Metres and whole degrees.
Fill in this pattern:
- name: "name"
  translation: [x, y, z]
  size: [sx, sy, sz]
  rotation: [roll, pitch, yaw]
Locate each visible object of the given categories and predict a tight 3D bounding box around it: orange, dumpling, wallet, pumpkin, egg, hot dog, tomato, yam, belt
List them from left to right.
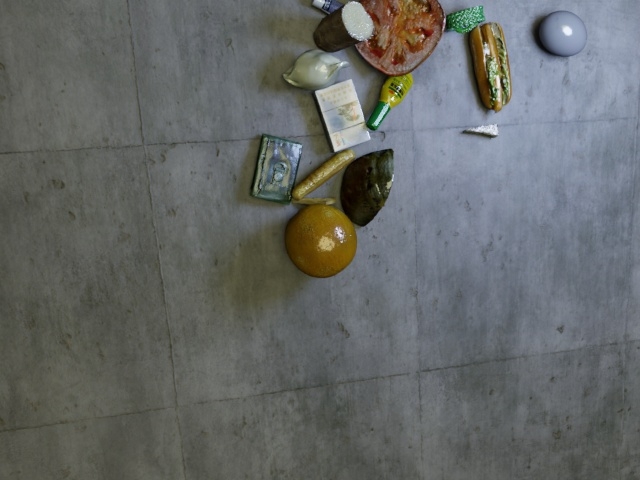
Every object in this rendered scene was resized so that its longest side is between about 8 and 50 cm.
- name: "wallet"
  translation: [-0.162, -0.261, 1.789]
  size: [0.160, 0.055, 0.236]
  rotation: [11, 96, -19]
- name: "dumpling"
  translation: [-0.015, -0.602, 1.705]
  size: [0.250, 0.162, 0.132]
  rotation: [-1, 122, 23]
- name: "orange"
  translation: [0.000, 0.000, 1.753]
  size: [0.274, 0.274, 0.275]
  rotation: [-2, 99, -10]
- name: "hot dog"
  translation: [0.010, -0.248, 1.803]
  size: [0.285, 0.088, 0.061]
  rotation: [-39, 95, -10]
- name: "yam"
  translation: [0.076, -0.727, 1.670]
  size: [0.128, 0.238, 0.130]
  rotation: [-12, 102, -22]
- name: "pumpkin"
  translation: [0.169, -0.201, 1.797]
  size: [0.148, 0.169, 0.313]
  rotation: [10, 97, -14]
- name: "tomato"
  translation: [0.283, -0.756, 1.712]
  size: [0.338, 0.143, 0.339]
  rotation: [12, 116, 27]
- name: "belt"
  translation: [0.532, -0.810, 1.793]
  size: [0.151, 0.121, 0.079]
  rotation: [-13, 106, 4]
- name: "hot dog"
  translation: [0.661, -0.658, 1.850]
  size: [0.135, 0.100, 0.338]
  rotation: [-15, 101, -8]
- name: "egg"
  translation: [0.930, -0.789, 1.855]
  size: [0.198, 0.146, 0.146]
  rotation: [34, 92, -20]

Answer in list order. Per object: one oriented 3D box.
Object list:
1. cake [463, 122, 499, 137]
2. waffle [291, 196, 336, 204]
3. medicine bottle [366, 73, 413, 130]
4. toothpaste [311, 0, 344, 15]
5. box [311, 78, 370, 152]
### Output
- name: "cake"
  translation: [0.633, -0.440, 1.906]
  size: [0.139, 0.051, 0.055]
  rotation: [6, 92, -11]
- name: "waffle"
  translation: [-0.024, -0.153, 1.849]
  size: [0.152, 0.097, 0.024]
  rotation: [5, 102, 21]
- name: "medicine bottle"
  translation: [0.251, -0.520, 1.792]
  size: [0.095, 0.064, 0.261]
  rotation: [36, 80, -21]
- name: "toothpaste"
  translation: [0.061, -0.827, 1.745]
  size: [0.193, 0.045, 0.071]
  rotation: [16, 104, -19]
- name: "box"
  translation: [0.077, -0.458, 1.792]
  size: [0.149, 0.067, 0.233]
  rotation: [-21, 103, -6]
